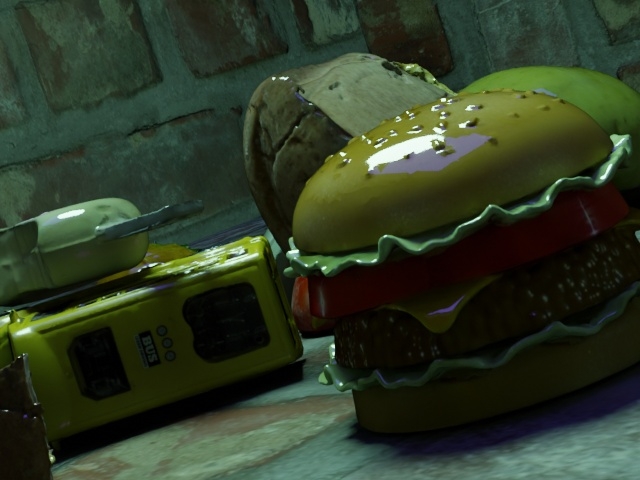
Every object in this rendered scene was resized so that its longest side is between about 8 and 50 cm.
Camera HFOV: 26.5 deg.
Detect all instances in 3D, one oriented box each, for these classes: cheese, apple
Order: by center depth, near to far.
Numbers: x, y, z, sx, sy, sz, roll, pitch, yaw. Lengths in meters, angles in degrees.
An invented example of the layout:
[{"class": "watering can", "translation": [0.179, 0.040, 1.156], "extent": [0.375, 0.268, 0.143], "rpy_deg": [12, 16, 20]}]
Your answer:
[{"class": "cheese", "translation": [-0.223, -0.001, 1.328], "extent": [0.286, 0.082, 0.163], "rpy_deg": [-17, 1, 45]}, {"class": "apple", "translation": [0.253, -0.078, 1.751], "extent": [0.320, 0.311, 0.360], "rpy_deg": [19, -6, -24]}]

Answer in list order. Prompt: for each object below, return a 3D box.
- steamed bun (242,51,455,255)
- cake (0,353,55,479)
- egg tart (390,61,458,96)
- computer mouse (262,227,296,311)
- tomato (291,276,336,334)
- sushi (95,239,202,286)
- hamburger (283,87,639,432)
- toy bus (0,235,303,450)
[{"class": "steamed bun", "translation": [0.062, -0.030, 1.312], "extent": [0.199, 0.301, 0.251], "rpy_deg": [-59, -11, 31]}, {"class": "cake", "translation": [-0.343, 0.216, 1.137], "extent": [0.295, 0.113, 0.116], "rpy_deg": [-32, 5, -8]}, {"class": "egg tart", "translation": [0.085, -0.107, 1.572], "extent": [0.212, 0.212, 0.090], "rpy_deg": [-20, -25, -16]}, {"class": "computer mouse", "translation": [-0.005, -0.004, 1.714], "extent": [0.197, 0.095, 0.331], "rpy_deg": [-56, -7, 14]}, {"class": "tomato", "translation": [0.071, 0.026, 1.521], "extent": [0.228, 0.101, 0.228], "rpy_deg": [-16, 3, 1]}, {"class": "sushi", "translation": [-0.201, 0.067, 1.739], "extent": [0.287, 0.149, 0.140], "rpy_deg": [-24, 2, -7]}, {"class": "hamburger", "translation": [0.107, 0.001, 0.996], "extent": [0.274, 0.212, 0.274], "rpy_deg": [-18, 5, 2]}, {"class": "toy bus", "translation": [-0.191, 0.105, 1.321], "extent": [0.331, 0.145, 0.151], "rpy_deg": [-18, 4, 0]}]
